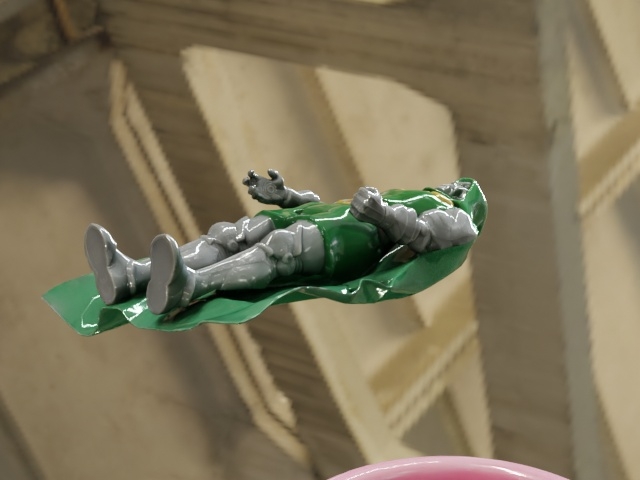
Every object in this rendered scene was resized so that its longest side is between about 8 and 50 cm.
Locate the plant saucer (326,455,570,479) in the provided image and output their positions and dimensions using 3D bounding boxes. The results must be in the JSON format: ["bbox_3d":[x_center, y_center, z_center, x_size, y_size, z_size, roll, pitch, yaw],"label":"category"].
[{"bbox_3d":[0.102,0.291,1.218,0.332,0.332,0.084,-36,-45,-44],"label":"plant saucer"}]

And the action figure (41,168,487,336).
[{"bbox_3d":[0.000,0.000,0.778,0.232,0.137,0.063,-12,-74,-44],"label":"action figure"}]
